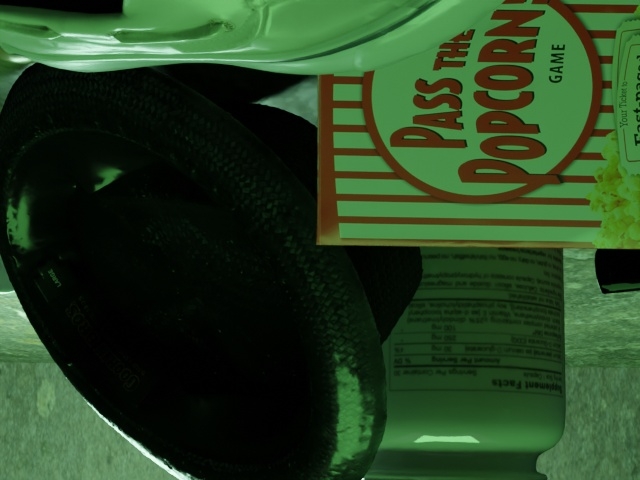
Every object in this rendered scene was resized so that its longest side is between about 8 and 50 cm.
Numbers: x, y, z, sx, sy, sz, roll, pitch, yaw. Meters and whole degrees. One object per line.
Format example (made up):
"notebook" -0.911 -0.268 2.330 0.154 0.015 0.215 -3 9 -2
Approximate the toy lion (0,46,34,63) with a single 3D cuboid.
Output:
"toy lion" -0.171 -0.122 0.624 0.096 0.034 0.100 13 166 -22

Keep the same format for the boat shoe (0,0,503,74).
"boat shoe" -0.047 -0.115 0.484 0.267 0.096 0.088 4 178 36

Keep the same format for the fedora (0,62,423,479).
"fedora" -0.057 0.006 0.828 0.152 0.334 0.334 -34 -165 -39

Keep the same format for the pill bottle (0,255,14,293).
"pill bottle" -0.327 0.000 1.042 0.221 0.121 0.121 -6 168 35

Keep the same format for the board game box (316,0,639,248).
"board game box" 0.094 -0.070 0.564 0.193 0.147 0.045 0 -153 2

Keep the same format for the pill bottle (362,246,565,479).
"pill bottle" 0.092 0.069 0.924 0.160 0.283 0.160 1 170 0

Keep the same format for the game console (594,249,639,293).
"game console" 0.301 0.029 0.961 0.213 0.044 0.361 -8 -167 21
